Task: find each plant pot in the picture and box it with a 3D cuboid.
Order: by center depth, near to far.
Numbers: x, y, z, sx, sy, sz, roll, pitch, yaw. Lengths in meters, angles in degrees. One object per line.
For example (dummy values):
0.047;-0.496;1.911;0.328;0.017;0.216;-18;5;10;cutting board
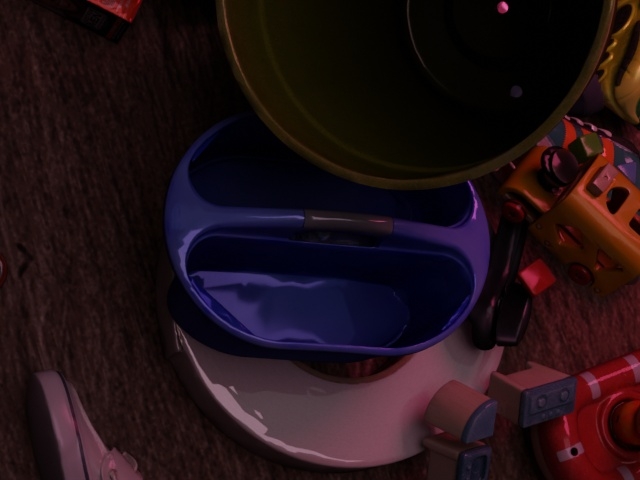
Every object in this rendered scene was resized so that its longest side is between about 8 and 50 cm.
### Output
0.136;-0.239;1.594;0.366;0.353;0.366;2;95;21;plant pot

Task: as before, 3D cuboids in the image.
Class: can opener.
0.200;0.035;1.784;0.073;0.059;0.186;9;62;9;can opener

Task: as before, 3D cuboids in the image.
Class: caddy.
0.000;0.000;1.649;0.341;0.179;0.241;5;75;-19;caddy

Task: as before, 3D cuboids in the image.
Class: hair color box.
-0.264;-0.269;1.751;0.141;0.072;0.043;27;70;-11;hair color box

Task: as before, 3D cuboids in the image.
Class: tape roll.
0.015;0.058;1.776;0.392;0.072;0.392;4;76;-19;tape roll

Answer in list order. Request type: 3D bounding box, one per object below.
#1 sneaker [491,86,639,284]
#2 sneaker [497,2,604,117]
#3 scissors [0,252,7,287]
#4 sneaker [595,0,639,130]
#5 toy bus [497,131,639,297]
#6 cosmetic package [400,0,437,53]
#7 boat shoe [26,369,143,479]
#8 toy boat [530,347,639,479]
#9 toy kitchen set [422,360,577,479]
0.290;-0.092;1.901;0.302;0.108;0.121;47;62;-10;sneaker
0.194;-0.249;1.908;0.131;0.112;0.319;-38;87;-8;sneaker
-0.420;0.095;1.623;0.109;0.021;0.297;39;63;-12;scissors
0.417;-0.254;1.996;0.123;0.109;0.295;48;60;-32;sneaker
0.279;-0.042;1.747;0.202;0.104;0.191;1;68;-26;toy bus
0.062;-0.237;1.825;0.239;0.060;0.099;-29;87;-1;cosmetic package
-0.216;0.250;1.633;0.088;0.096;0.267;-18;85;-27;boat shoe
0.351;0.203;1.820;0.231;0.151;0.151;-19;84;-23;toy boat
0.202;0.254;1.739;0.166;0.122;0.207;-10;114;-39;toy kitchen set
